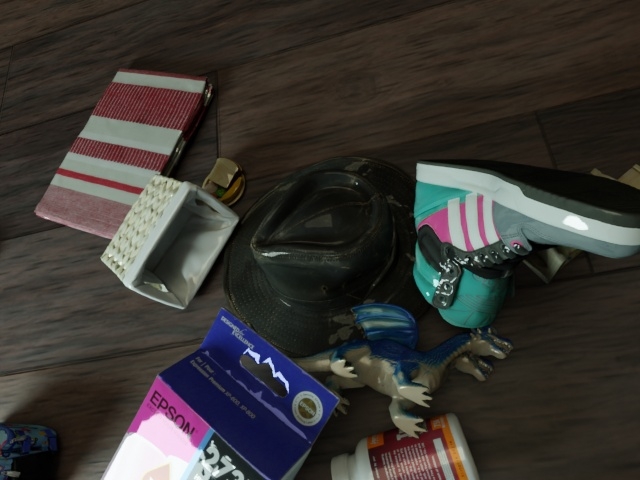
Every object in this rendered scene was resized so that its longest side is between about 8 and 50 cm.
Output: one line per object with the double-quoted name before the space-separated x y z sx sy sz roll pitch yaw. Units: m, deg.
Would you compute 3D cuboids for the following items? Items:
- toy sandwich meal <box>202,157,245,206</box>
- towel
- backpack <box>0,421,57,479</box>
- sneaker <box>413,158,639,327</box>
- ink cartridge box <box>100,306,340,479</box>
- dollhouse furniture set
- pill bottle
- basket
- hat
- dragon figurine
"toy sandwich meal" -0.160 -0.093 0.760 0.086 0.029 0.085 -6 68 14
"towel" -0.349 -0.164 0.842 0.237 0.037 0.329 15 73 23
"backpack" -0.469 0.304 0.617 0.158 0.173 0.116 -2 69 16
"sneaker" 0.185 0.016 0.483 0.124 0.295 0.178 -4 106 -16
"ink cartridge box" -0.146 0.275 0.510 0.176 0.069 0.370 33 96 22
"dollhouse furniture set" 0.297 -0.073 0.581 0.182 0.101 0.161 -40 64 -1
"pill bottle" 0.093 0.255 0.522 0.152 0.086 0.086 -20 65 7
"basket" -0.222 -0.003 0.693 0.103 0.113 0.167 24 80 37
"hat" 0.000 0.000 0.623 0.331 0.134 0.331 -5 69 14
"dragon figurine" 0.068 0.132 0.549 0.289 0.085 0.144 9 28 18
